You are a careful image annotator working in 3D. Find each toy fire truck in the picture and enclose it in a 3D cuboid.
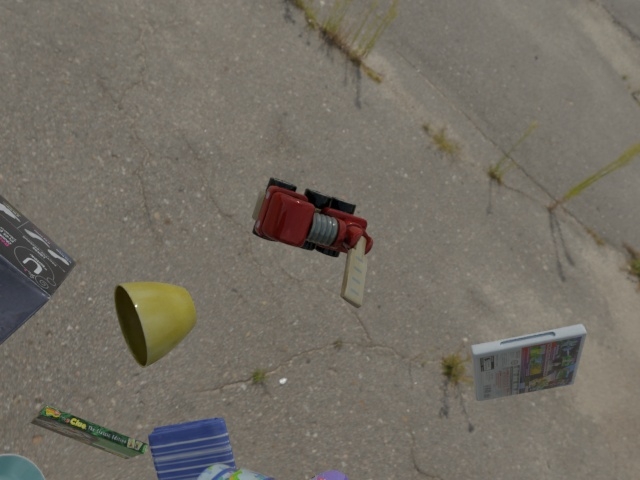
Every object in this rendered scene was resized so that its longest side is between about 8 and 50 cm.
[{"bbox_3d":[0.000,0.000,0.963,0.217,0.246,0.158,16,99,-27],"label":"toy fire truck"}]

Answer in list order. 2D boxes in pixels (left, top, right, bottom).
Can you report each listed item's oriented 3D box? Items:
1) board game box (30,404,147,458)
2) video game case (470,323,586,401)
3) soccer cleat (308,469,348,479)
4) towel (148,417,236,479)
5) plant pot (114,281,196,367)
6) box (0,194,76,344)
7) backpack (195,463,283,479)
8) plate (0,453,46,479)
[{"bbox_3d":[-0.571,0.478,1.282,0.260,0.136,0.030,33,47,-22],"label":"board game box"},{"bbox_3d":[0.363,0.222,0.920,0.184,0.201,0.023,-13,48,8],"label":"video game case"},{"bbox_3d":[-0.036,0.405,0.777,0.083,0.095,0.248,27,27,38],"label":"soccer cleat"},{"bbox_3d":[-0.339,0.675,1.458,0.040,0.243,0.335,-9,84,-77],"label":"towel"},{"bbox_3d":[-0.253,0.119,0.817,0.095,0.134,0.134,-18,73,-34],"label":"plant pot"},{"bbox_3d":[-0.409,0.068,0.522,0.247,0.142,0.163,-43,110,-4],"label":"box"},{"bbox_3d":[-0.163,0.611,1.061,0.273,0.355,0.290,33,61,8],"label":"backpack"},{"bbox_3d":[-0.497,0.432,0.805,0.188,0.024,0.188,-18,90,-79],"label":"plate"}]
